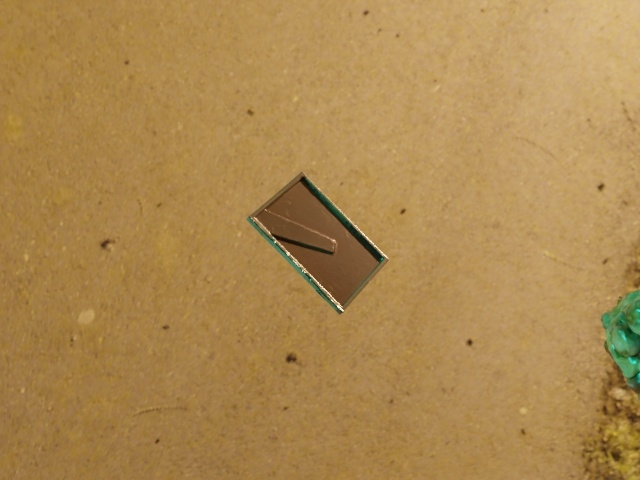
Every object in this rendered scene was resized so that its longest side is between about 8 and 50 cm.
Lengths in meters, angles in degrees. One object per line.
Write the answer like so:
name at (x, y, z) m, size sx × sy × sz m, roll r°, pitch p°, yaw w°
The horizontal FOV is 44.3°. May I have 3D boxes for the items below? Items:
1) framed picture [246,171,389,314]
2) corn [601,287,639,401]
framed picture at (0.000, 0.000, 0.895) m, size 0.149 × 0.011 × 0.109 m, roll 46°, pitch 47°, yaw 1°
corn at (0.231, 0.109, 0.284) m, size 0.098 × 0.098 × 0.290 m, roll -27°, pitch 60°, yaw -34°
